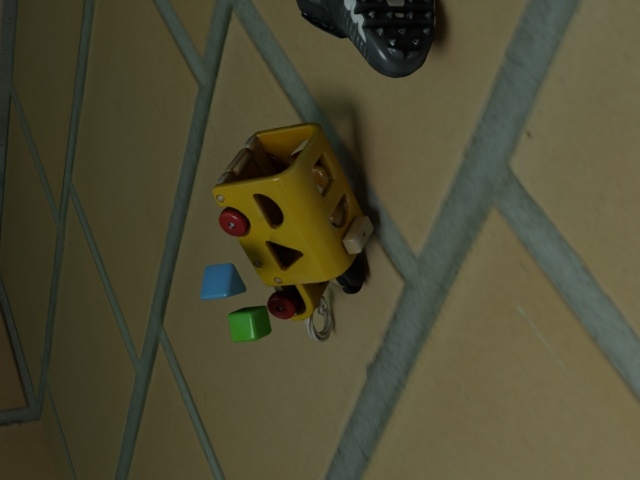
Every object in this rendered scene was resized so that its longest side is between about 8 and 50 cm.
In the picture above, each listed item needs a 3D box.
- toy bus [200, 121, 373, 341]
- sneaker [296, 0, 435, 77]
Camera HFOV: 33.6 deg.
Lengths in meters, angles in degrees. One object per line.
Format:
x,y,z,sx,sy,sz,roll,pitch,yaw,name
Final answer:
-0.007,-0.006,0.955,0.104,0.202,0.191,-6,82,33,toy bus
0.030,-0.204,0.887,0.106,0.078,0.234,111,146,-47,sneaker
